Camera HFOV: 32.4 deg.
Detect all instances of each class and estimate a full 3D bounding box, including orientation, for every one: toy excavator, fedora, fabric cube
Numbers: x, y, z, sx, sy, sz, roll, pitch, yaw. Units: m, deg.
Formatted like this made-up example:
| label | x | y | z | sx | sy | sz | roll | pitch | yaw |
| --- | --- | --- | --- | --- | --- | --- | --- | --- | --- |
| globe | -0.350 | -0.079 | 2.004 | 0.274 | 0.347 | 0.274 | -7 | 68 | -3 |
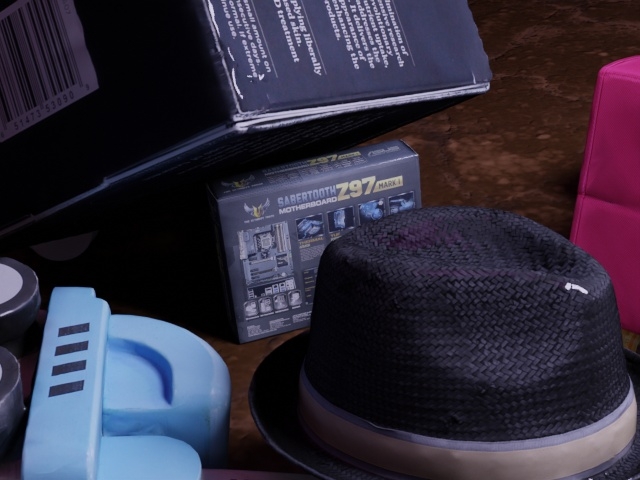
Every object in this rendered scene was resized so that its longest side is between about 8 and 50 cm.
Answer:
| label | x | y | z | sx | sy | sz | roll | pitch | yaw |
| --- | --- | --- | --- | --- | --- | --- | --- | --- | --- |
| toy excavator | -0.115 | 0.197 | 0.887 | 0.445 | 0.222 | 0.433 | -1 | 28 | -8 |
| fedora | 0.105 | 0.067 | 0.831 | 0.334 | 0.152 | 0.334 | -4 | 20 | 1 |
| fabric cube | 0.428 | -0.037 | 1.090 | 0.258 | 0.259 | 0.254 | 21 | 25 | 39 |

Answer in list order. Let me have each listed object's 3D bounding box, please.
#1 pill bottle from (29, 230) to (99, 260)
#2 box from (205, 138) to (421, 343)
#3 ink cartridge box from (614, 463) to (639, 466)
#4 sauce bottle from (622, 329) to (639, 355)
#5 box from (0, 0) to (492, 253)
| label | x | y | z | sx | sy | sz | roll | pitch | yaw |
| --- | --- | --- | --- | --- | --- | --- | --- | --- | --- |
| pill bottle | -0.355 | -0.056 | 1.477 | 0.117 | 0.117 | 0.215 | -12 | 28 | -11 |
| box | 0.000 | 0.000 | 1.231 | 0.233 | 0.183 | 0.059 | -14 | 29 | -14 |
| ink cartridge box | 0.287 | 0.135 | 0.900 | 0.181 | 0.056 | 0.225 | 0 | 1 | -4 |
| sauce bottle | 0.299 | 0.092 | 1.150 | 0.042 | 0.042 | 0.128 | -25 | 31 | -31 |
| box | -0.148 | -0.205 | 1.244 | 0.480 | 0.297 | 0.472 | -19 | -3 | 37 |
